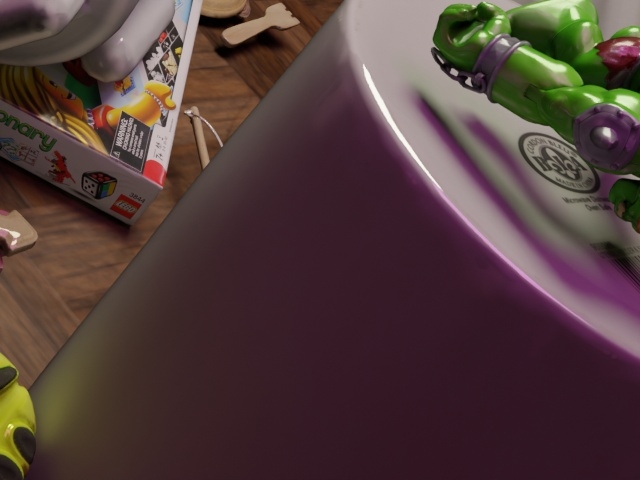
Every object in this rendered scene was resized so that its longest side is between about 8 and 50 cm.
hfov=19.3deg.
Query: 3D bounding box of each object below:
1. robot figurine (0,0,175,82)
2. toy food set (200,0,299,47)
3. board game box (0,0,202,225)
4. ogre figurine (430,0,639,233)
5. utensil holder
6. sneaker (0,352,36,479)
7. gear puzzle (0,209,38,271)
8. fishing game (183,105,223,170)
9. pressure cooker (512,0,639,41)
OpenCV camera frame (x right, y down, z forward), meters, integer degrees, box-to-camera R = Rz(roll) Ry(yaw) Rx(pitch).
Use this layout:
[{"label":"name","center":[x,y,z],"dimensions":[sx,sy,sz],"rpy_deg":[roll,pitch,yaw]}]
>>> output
[{"label":"robot figurine","center":[-0.189,-0.257,1.330],"dimensions":[0.353,0.199,0.300],"rpy_deg":[-68,143,-52]},{"label":"toy food set","center":[-0.119,-0.246,1.714],"dimensions":[0.192,0.038,0.132],"rpy_deg":[50,37,8]},{"label":"board game box","center":[-0.194,-0.165,1.448],"dimensions":[0.193,0.053,0.305],"rpy_deg":[29,37,-19]},{"label":"ogre figurine","center":[0.156,-0.065,0.903],"dimensions":[0.197,0.097,0.118],"rpy_deg":[30,16,-40]},{"label":"utensil holder","center":[0.027,0.091,1.030],"dimensions":[0.327,0.385,0.327],"rpy_deg":[29,29,-18]},{"label":"sneaker","center":[-0.264,0.151,0.912],"dimensions":[0.295,0.123,0.109],"rpy_deg":[-35,109,-45]},{"label":"gear puzzle","center":[-0.347,-0.077,1.192],"dimensions":[0.339,0.044,0.175],"rpy_deg":[45,38,17]},{"label":"fishing game","center":[0.000,0.000,1.494],"dimensions":[0.264,0.041,0.189],"rpy_deg":[20,41,-42]},{"label":"pressure cooker","center":[0.195,-0.058,1.414],"dimensions":[0.375,0.370,0.420],"rpy_deg":[45,33,-17]}]
